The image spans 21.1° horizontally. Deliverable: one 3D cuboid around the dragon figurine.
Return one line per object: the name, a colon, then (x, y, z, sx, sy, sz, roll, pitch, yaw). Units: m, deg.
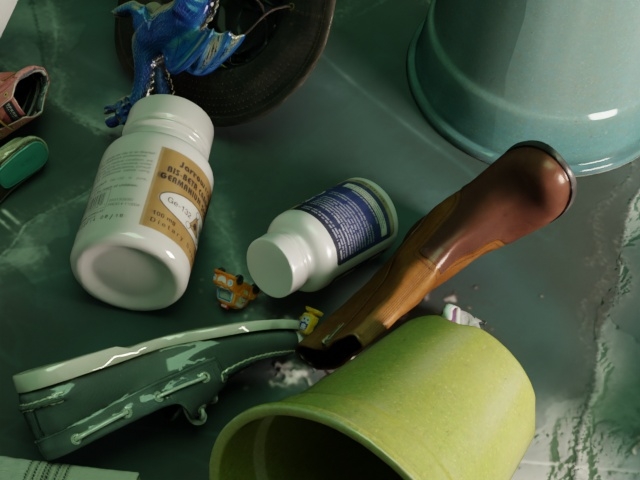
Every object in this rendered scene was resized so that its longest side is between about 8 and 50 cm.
dragon figurine: (-0.149, -0.241, 1.992, 0.144, 0.289, 0.085, 61, 25, 12)

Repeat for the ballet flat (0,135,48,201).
ballet flat: (-0.384, -0.067, 1.965, 0.052, 0.057, 0.168, 14, 40, 45)

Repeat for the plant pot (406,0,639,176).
plant pot: (0.290, -0.308, 2.038, 0.341, 0.334, 0.341, 3, 52, -4)

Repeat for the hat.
hat: (-0.092, -0.301, 2.084, 0.331, 0.331, 0.134, 36, 16, 22)

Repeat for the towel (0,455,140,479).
towel: (-0.306, 0.311, 1.600, 0.324, 0.056, 0.312, 11, 32, 2)

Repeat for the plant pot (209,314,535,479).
plant pot: (0.077, 0.209, 1.664, 0.276, 0.276, 0.254, 31, 44, 18)

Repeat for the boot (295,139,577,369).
boot: (0.117, 0.017, 1.815, 0.280, 0.264, 0.096, -39, 101, -32)

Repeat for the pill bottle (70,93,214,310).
pill bottle: (-0.189, -0.047, 1.907, 0.131, 0.131, 0.229, 10, 51, 2)

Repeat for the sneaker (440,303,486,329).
sneaker: (0.153, 0.115, 1.869, 0.069, 0.038, 0.098, 20, 52, 11)

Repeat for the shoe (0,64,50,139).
shoe: (-0.384, -0.140, 1.986, 0.081, 0.063, 0.178, -12, 33, 39)

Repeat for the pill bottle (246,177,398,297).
pill bottle: (0.000, 0.000, 1.888, 0.094, 0.094, 0.169, 38, 43, 23)

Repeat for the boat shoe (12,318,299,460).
boat shoe: (-0.159, 0.148, 1.779, 0.319, 0.116, 0.099, -12, 88, -30)

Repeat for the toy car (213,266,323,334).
toy car: (-0.064, 0.070, 1.875, 0.122, 0.060, 0.041, 23, 84, 21)

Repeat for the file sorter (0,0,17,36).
file sorter: (-0.465, -0.344, 1.995, 0.193, 0.278, 0.173, 1, 38, -49)
